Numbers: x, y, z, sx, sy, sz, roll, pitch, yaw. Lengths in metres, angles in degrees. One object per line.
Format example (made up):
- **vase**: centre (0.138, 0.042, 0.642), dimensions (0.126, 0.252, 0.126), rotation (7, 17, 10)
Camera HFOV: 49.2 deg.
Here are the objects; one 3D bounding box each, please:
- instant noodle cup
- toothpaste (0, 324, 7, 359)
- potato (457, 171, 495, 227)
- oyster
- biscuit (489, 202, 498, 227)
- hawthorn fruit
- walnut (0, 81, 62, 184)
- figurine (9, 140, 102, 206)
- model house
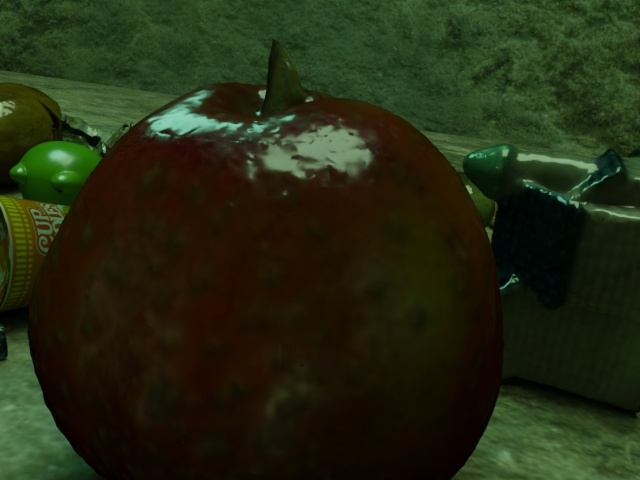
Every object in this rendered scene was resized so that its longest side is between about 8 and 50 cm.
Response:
- **instant noodle cup**: centre (-0.357, 0.018, 0.927), dimensions (0.168, 0.169, 0.185), rotation (23, 15, 41)
- **toothpaste**: centre (-0.437, 0.119, 0.732), dimensions (0.196, 0.040, 0.047), rotation (-8, 19, -42)
- **potato**: centre (0.273, -0.075, 1.483), dimensions (0.169, 0.144, 0.248), rotation (-2, 10, -16)
- **oyster**: centre (-0.527, -0.238, 1.684), dimensions (0.337, 0.133, 0.197), rotation (25, 22, 38)
- **biscuit**: centre (0.440, -0.050, 1.654), dimensions (0.118, 0.029, 0.247), rotation (-2, 18, -6)
- **hawthorn fruit**: centre (-0.044, 0.032, 0.603), dimensions (0.402, 0.403, 0.403), rotation (7, 17, -2)
- **walnut**: centre (-0.672, -0.203, 1.423), dimensions (0.208, 0.209, 0.336), rotation (15, 32, 25)
- **figurine**: centre (-0.465, -0.114, 1.323), dimensions (0.162, 0.143, 0.263), rotation (16, 8, 9)
- **model house**: centre (0.289, 0.024, 0.885), dimensions (0.284, 0.299, 0.243), rotation (9, 23, 10)
